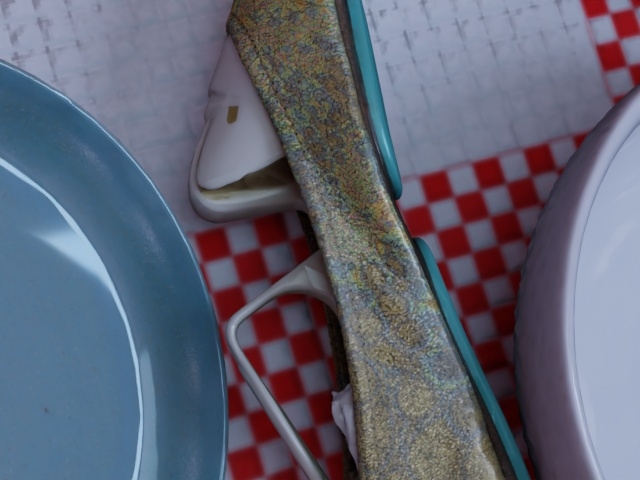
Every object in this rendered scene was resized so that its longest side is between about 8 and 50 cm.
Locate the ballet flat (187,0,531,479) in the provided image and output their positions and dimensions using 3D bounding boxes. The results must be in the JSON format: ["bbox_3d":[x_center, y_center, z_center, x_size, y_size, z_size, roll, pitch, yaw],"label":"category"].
[{"bbox_3d":[0.000,0.000,0.632,0.123,0.123,0.348,-16,84,-17],"label":"ballet flat"}]

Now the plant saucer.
[{"bbox_3d":[-0.172,0.076,0.542,0.318,0.044,0.317,5,82,-44],"label":"plant saucer"}]

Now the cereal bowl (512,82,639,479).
[{"bbox_3d":[0.244,0.065,0.663,0.339,0.141,0.339,3,79,-14],"label":"cereal bowl"}]
